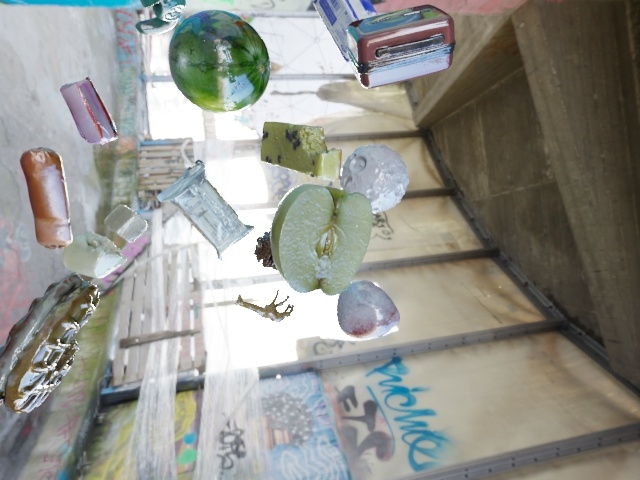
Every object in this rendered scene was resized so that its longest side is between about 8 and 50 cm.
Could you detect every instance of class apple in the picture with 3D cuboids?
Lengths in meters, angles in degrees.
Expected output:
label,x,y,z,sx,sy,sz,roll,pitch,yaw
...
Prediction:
label,x,y,z,sx,sy,sz,roll,pitch,yaw
apple,0.000,0.000,1.330,0.311,0.320,0.360,-54,159,-80

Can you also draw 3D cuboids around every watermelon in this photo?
label,x,y,z,sx,sy,sz,roll,pitch,yaw
watermelon,-0.243,-0.428,0.987,0.242,0.243,0.242,174,-90,-79

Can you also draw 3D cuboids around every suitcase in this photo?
label,x,y,z,sx,sy,sz,roll,pitch,yaw
suitcase,0.236,-0.590,1.231,0.236,0.297,0.161,-102,180,-49

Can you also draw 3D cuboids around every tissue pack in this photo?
label,x,y,z,sx,sy,sz,roll,pitch,yaw
tissue pack,0.109,-0.825,1.496,0.269,0.137,0.209,57,-11,-10

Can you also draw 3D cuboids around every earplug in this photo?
label,x,y,z,sx,sy,sz,roll,pitch,yaw
earplug,-0.612,-0.907,1.498,0.258,0.164,0.280,20,-28,32

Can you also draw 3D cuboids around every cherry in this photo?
label,x,y,z,sx,sy,sz,roll,pitch,yaw
cherry,0.241,0.365,2.184,0.335,0.291,0.326,-24,-105,42

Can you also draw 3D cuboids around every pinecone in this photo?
label,x,y,z,sx,sy,sz,roll,pitch,yaw
pinecone,-0.158,0.038,1.485,0.173,0.174,0.173,174,-90,-79

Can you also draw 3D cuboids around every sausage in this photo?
label,x,y,z,sx,sy,sz,roll,pitch,yaw
sausage,-0.770,-0.114,1.154,0.094,0.097,0.348,-113,-147,-42

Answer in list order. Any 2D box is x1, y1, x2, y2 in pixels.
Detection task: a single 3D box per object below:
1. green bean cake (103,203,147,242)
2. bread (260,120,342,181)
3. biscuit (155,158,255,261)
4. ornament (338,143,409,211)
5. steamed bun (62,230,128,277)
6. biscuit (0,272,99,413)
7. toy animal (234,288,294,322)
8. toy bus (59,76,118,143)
label,x,y,z,sx,sy,sz,roll,pitch,yaw
green bean cake,-0.782,-0.069,1.633,0.179,0.109,0.085,22,-22,41
bread,-0.040,-0.166,0.729,0.226,0.049,0.088,25,-69,53
biscuit,-0.363,-0.093,1.344,0.309,0.186,0.079,51,-20,-25
ornament,0.251,-0.301,1.960,0.337,0.337,0.336,174,-90,-79
steamed bun,-0.969,0.051,1.746,0.200,0.226,0.170,-61,162,-49
biscuit,-0.677,0.271,0.988,0.366,0.115,0.268,-57,-169,29
toy animal,-0.225,0.278,1.696,0.054,0.276,0.149,-33,-111,46
toy bus,-1.092,-0.602,1.924,0.147,0.128,0.302,-87,165,-62
